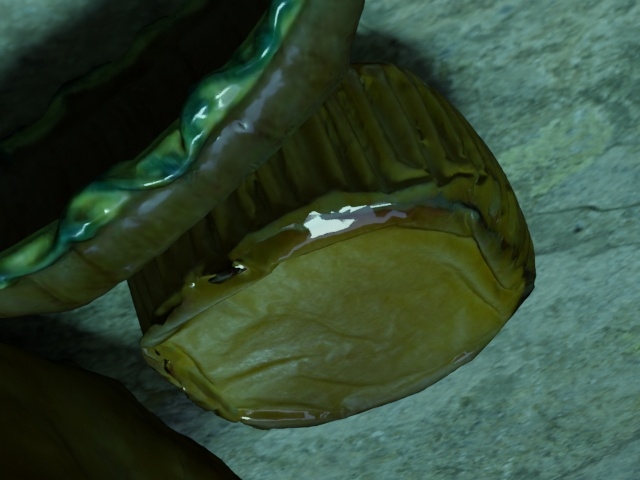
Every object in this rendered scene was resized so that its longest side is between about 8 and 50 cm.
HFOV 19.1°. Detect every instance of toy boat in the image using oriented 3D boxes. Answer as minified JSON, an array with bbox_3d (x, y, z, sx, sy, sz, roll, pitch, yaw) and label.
[{"bbox_3d":[-0.052,-0.071,0.738,0.099,0.108,0.293,35,115,-23],"label":"toy boat"}]

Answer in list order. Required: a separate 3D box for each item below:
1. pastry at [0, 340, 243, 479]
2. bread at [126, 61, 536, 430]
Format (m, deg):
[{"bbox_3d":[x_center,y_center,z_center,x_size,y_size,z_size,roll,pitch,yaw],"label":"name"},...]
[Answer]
[{"bbox_3d":[-0.147,0.216,0.867,0.245,0.409,0.409,-47,147,16],"label":"pastry"},{"bbox_3d":[0.001,0.000,0.892,0.199,0.104,0.199,-15,150,-9],"label":"bread"}]
